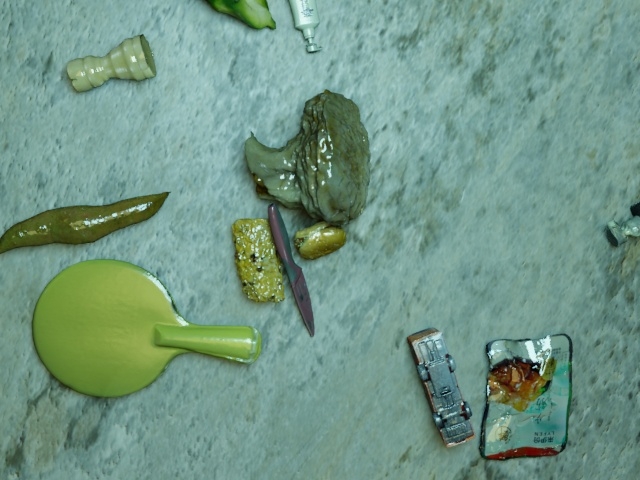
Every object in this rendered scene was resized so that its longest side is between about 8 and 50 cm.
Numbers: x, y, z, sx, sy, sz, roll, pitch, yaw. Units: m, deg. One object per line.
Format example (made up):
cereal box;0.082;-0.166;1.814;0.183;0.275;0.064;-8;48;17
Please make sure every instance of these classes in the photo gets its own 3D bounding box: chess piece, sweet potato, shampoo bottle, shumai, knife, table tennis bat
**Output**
chess piece;-0.317;-0.265;0.967;0.122;0.066;0.066;-14;99;2
sweet potato;-0.364;-0.029;0.992;0.273;0.067;0.067;-15;99;-10
shampoo bottle;-0.027;-0.364;0.996;0.048;0.034;0.141;-14;99;-11
shampoo bottle;0.584;-0.054;1.087;0.207;0.057;0.064;-29;100;-2
shumai;-0.020;-0.123;0.987;0.175;0.166;0.206;-3;75;27
knife;-0.044;0.051;1.033;0.018;0.035;0.248;0;119;32
table tennis bat;-0.278;0.147;1.031;0.368;0.054;0.224;6;96;-2

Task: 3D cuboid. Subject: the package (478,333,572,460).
package;0.363;0.276;1.118;0.165;0.040;0.232;1;98;-7

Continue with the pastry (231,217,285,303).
pastry;-0.100;0.032;1.030;0.079;0.056;0.140;-5;91;-13

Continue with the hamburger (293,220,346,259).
hamburger;0.000;0.000;1.028;0.083;0.076;0.044;-26;70;2

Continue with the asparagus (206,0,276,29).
asparagus;-0.211;-0.420;0.947;0.343;0.085;0.082;32;69;-7

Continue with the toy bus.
toy bus;0.203;0.244;1.077;0.064;0.077;0.192;-19;97;-1
